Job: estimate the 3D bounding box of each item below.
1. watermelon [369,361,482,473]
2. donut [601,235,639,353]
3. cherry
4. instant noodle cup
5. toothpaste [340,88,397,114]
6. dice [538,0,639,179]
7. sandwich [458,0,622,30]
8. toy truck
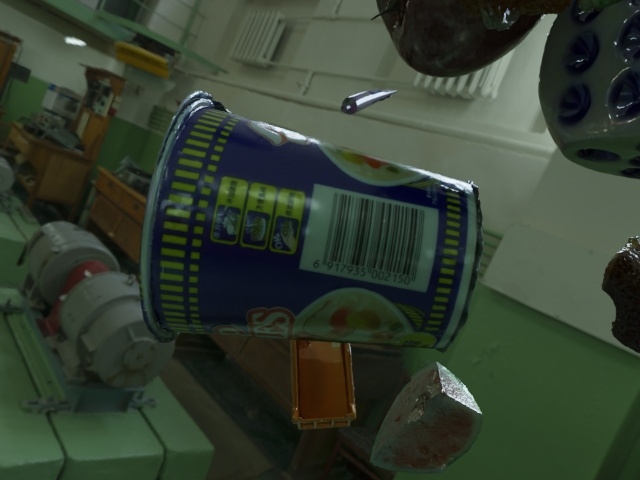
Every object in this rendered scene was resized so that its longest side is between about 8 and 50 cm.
[{"bbox_3d":[0.256,0.470,1.265,0.180,0.305,0.224,12,32,-44],"label":"watermelon"},{"bbox_3d":[0.601,0.104,0.920,0.126,0.187,0.144,-11,24,-34],"label":"donut"},{"bbox_3d":[0.217,-0.383,0.751,0.221,0.307,0.261,68,2,-64],"label":"cherry"},{"bbox_3d":[0.000,0.000,0.558,0.312,0.285,0.284,10,4,1],"label":"instant noodle cup"},{"bbox_3d":[0.079,-0.244,0.850,0.045,0.028,0.170,9,28,30],"label":"toothpaste"},{"bbox_3d":[0.480,-0.228,0.686,0.251,0.259,0.243,11,-2,-25],"label":"dice"},{"bbox_3d":[0.217,-0.261,0.474,0.109,0.159,0.185,59,36,-13],"label":"sandwich"},{"bbox_3d":[-0.003,0.184,0.853,0.114,0.271,0.135,-3,-34,-2],"label":"toy truck"}]
